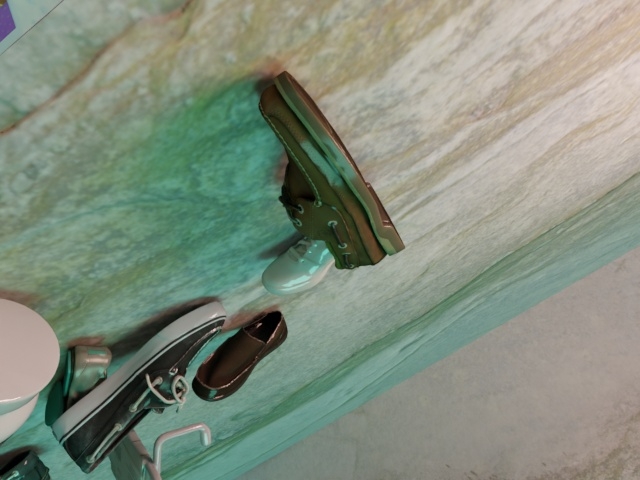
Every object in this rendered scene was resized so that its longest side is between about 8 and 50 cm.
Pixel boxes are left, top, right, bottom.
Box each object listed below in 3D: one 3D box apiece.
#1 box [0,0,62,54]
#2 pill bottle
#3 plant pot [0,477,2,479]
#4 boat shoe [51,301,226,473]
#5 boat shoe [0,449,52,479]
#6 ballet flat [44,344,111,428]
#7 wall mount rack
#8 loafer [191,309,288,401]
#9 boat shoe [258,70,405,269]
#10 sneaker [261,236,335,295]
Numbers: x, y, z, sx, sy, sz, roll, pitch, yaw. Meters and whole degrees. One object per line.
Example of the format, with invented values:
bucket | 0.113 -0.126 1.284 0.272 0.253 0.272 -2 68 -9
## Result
box | -0.289 -0.160 0.161 0.201 0.057 0.293 -34 151 9
pill bottle | -0.428 0.189 0.500 0.265 0.153 0.153 -40 149 19
plant pot | -0.629 0.438 0.703 0.188 0.205 0.205 -27 155 -36
boat shoe | -0.256 0.225 0.687 0.306 0.105 0.113 -39 167 -18
boat shoe | -0.700 0.492 0.843 0.320 0.116 0.098 -12 105 -14
ballet flat | -0.381 0.237 0.696 0.068 0.072 0.213 7 134 -38
wall mount rack | -0.291 0.435 0.798 0.131 0.350 0.303 -1 100 -38
loafer | -0.143 0.194 0.796 0.220 0.080 0.078 -41 151 -43
boat shoe | 0.006 -0.047 0.512 0.105 0.110 0.307 -29 138 11
sneaker | 0.000 0.000 0.662 0.212 0.080 0.094 -29 140 -12
